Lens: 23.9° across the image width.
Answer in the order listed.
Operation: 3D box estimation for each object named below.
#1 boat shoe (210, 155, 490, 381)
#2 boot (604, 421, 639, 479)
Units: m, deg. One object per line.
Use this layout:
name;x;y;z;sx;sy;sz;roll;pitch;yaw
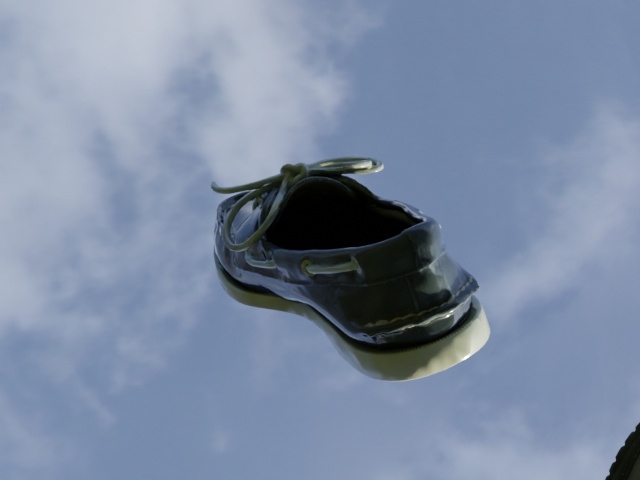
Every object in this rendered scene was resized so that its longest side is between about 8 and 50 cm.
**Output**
boat shoe;0.000;0.000;0.794;0.095;0.254;0.079;-22;-69;-13
boot;0.248;0.212;0.984;0.161;0.083;0.246;31;-113;32
